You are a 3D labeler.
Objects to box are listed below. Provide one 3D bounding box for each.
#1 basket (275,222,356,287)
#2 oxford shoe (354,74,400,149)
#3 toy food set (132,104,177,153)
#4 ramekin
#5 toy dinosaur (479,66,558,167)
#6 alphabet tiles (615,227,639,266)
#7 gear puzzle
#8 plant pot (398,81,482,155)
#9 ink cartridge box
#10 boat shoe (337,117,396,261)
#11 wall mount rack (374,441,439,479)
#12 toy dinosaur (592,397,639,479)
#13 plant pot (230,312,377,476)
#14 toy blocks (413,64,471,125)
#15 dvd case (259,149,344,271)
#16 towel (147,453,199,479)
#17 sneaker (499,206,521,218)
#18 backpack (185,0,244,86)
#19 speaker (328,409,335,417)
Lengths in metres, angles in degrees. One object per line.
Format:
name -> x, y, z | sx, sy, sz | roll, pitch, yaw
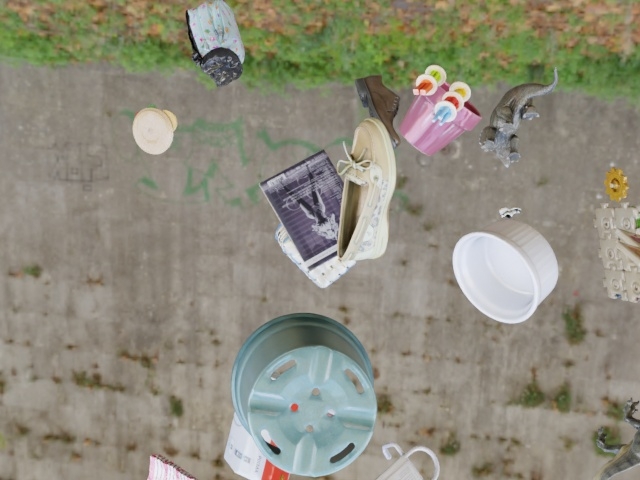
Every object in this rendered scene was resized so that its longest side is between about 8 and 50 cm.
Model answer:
basket -> 0.000, 0.000, 2.035 | 0.255, 0.201, 0.289 | 47, -174, -15
oxford shoe -> 0.168, -0.336, 1.813 | 0.096, 0.227, 0.083 | -19, 161, -1
toy food set -> -0.288, -0.190, 1.216 | 0.082, 0.083, 0.020 | 20, -160, 15
ramekin -> 0.514, 0.076, 1.946 | 0.135, 0.277, 0.277 | -29, -155, -31
toy dinosaur -> 0.448, -0.293, 1.667 | 0.121, 0.313, 0.160 | 11, -137, -3
alphabet tiles -> 0.586, 0.090, 1.005 | 0.285, 0.011, 0.342 | 12, -153, -29
gear puzzle -> 0.752, -0.015, 1.752 | 0.044, 0.339, 0.175 | -11, -176, -13
plant pot -> 0.331, -0.351, 2.035 | 0.201, 0.180, 0.201 | 34, -157, -16
ink cartridge box -> -0.167, 0.549, 2.065 | 0.091, 0.308, 0.385 | 16, 176, -20
boat shoe -> 0.083, -0.094, 1.373 | 0.089, 0.285, 0.104 | -9, -162, -26
wall mount rack -> 0.211, 0.749, 1.968 | 0.350, 0.304, 0.130 | -31, 170, -31
toy dinosaur -> 0.539, 0.347, 1.211 | 0.268, 0.064, 0.118 | -30, -151, 0
plant pot -> -0.027, 0.335, 1.514 | 0.341, 0.341, 0.334 | 3, 177, -5
toy blocks -> 0.262, -0.324, 1.595 | 0.123, 0.054, 0.148 | 35, -132, 5
dvd case -> -0.009, -0.067, 1.533 | 0.164, 0.221, 0.018 | -29, 173, -9
towel -> -0.393, 0.654, 1.830 | 0.197, 0.144, 0.029 | 12, 179, 42
sneaker -> 0.638, -0.090, 2.371 | 0.083, 0.037, 0.032 | -4, 159, -18
backpack -> -0.251, -0.481, 1.692 | 0.115, 0.182, 0.152 | -18, 166, 7
speaker -> 0.052, 0.478, 1.918 | 0.136, 0.055, 0.055 | 24, -169, 10
